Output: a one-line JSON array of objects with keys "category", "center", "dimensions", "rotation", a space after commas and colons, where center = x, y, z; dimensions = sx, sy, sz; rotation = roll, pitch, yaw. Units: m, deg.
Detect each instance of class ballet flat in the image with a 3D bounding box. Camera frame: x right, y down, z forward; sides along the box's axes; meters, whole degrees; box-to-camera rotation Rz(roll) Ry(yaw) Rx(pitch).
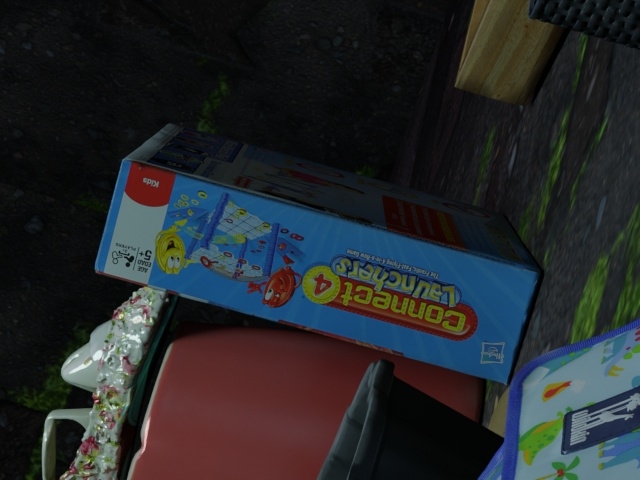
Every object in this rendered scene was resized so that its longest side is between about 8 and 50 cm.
[{"category": "ballet flat", "center": [-0.174, 0.134, 1.357], "dimensions": [0.091, 0.077, 0.241], "rotation": [-76, 3, -79]}]

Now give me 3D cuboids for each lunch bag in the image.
[{"category": "lunch bag", "center": [0.104, 0.102, 0.611], "dimensions": [0.151, 0.096, 0.129], "rotation": [-57, 7, 29]}]

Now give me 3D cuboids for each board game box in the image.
[{"category": "board game box", "center": [0.000, 0.000, 1.339], "dimensions": [0.308, 0.302, 0.086], "rotation": [-81, 6, -82]}]

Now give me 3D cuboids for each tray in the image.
[{"category": "tray", "center": [0.204, -0.299, 1.377], "dimensions": [0.411, 0.076, 0.203], "rotation": [107, 178, -63]}]

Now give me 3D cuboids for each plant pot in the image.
[{"category": "plant pot", "center": [-0.024, 0.189, 1.374], "dimensions": [0.275, 0.243, 0.275], "rotation": [-165, 90, -89]}]

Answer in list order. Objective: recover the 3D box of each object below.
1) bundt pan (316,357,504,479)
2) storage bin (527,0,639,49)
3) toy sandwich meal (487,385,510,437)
[{"category": "bundt pan", "center": [0.025, 0.228, 0.807], "dimensions": [0.331, 0.124, 0.331], "rotation": [-160, 90, -89]}, {"category": "storage bin", "center": [0.182, -0.203, 0.936], "dimensions": [0.180, 0.084, 0.122], "rotation": [107, 178, -53]}, {"category": "toy sandwich meal", "center": [0.120, 0.115, 0.997], "dimensions": [0.085, 0.029, 0.085], "rotation": [-163, 90, -77]}]
